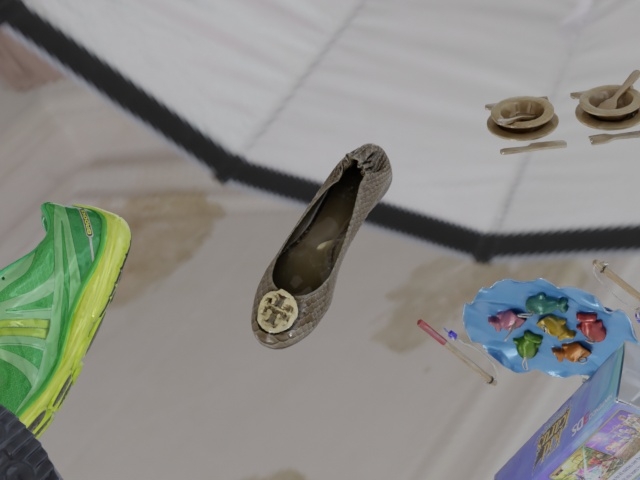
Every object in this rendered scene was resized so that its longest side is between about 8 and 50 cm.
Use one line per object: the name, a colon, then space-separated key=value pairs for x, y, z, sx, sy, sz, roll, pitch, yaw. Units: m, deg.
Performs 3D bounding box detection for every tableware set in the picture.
tableware set: x=0.295 y=-0.159 z=1.697 sx=0.194 sy=0.039 sz=0.128 roll=-7 pitch=-147 yaw=0

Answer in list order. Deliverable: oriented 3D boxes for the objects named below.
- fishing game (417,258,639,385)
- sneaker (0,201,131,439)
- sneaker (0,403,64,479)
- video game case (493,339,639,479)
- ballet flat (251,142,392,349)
fishing game: x=0.238 y=0.103 z=1.490 sx=0.264 sy=0.189 sz=0.041 roll=-20 pitch=-138 yaw=42
sneaker: x=-0.289 y=0.093 z=1.393 sx=0.109 sy=0.123 sz=0.295 roll=115 pitch=-2 yaw=-66
sneaker: x=-0.227 y=0.261 z=1.145 sx=0.112 sy=0.319 sz=0.131 roll=-35 pitch=164 yaw=-25
video game case: x=0.296 y=0.202 z=1.158 sx=0.269 sy=0.244 sz=0.061 roll=118 pitch=-11 yaw=-54
ballet flat: x=0.000 y=0.000 z=1.492 sx=0.084 sy=0.058 sz=0.250 roll=26 pitch=-107 yaw=22
